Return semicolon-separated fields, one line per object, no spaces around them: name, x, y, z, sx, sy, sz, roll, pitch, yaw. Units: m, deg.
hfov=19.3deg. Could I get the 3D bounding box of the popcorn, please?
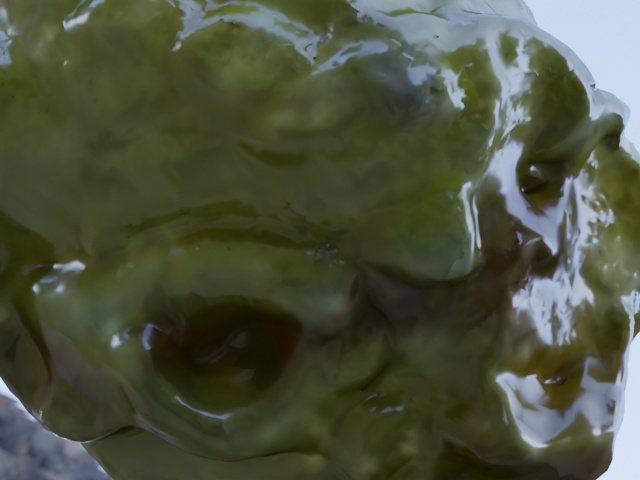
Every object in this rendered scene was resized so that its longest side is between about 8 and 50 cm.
popcorn;0.000;0.000;0.623;0.286;0.174;0.225;44;-53;3
